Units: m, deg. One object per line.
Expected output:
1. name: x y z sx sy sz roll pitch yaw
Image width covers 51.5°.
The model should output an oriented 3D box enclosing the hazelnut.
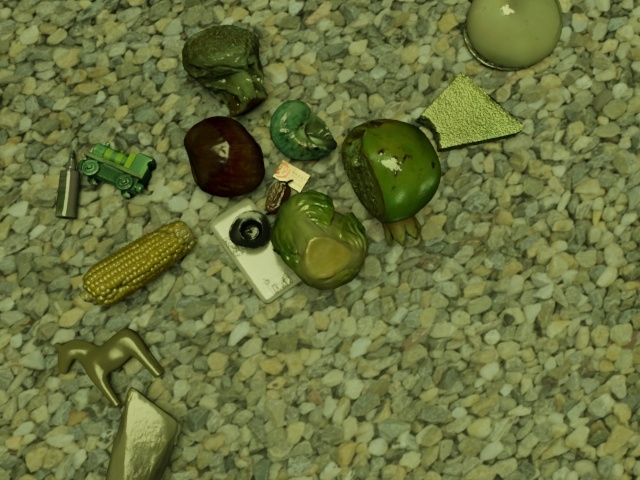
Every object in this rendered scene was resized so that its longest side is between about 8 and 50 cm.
1. hazelnut: -0.254 -0.234 1.818 0.218 0.218 0.233 -18 82 -2

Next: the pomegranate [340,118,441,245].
1. pomegranate: 0.212 -0.166 1.782 0.216 0.310 0.358 -29 117 -10

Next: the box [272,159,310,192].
1. box: -0.083 -0.183 1.902 0.093 0.015 0.058 31 85 4

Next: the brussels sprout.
1. brussels sprout: -0.003 0.001 1.761 0.260 0.294 0.227 31 102 -18

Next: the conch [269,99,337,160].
1. conch: -0.059 -0.310 1.869 0.176 0.122 0.188 -19 84 -23

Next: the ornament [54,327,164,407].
1. ornament: -0.588 0.330 1.812 0.230 0.061 0.244 -38 86 -3

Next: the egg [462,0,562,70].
1. egg: 0.565 -0.632 1.881 0.287 0.174 0.264 -1 86 -3

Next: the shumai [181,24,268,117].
1. shumai: -0.272 -0.481 1.890 0.225 0.221 0.260 -19 45 -13

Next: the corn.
1. corn: -0.502 0.064 1.815 0.347 0.130 0.130 -34 83 -8

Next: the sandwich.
1. sandwich: 0.417 -0.325 1.899 0.245 0.063 0.212 43 88 6

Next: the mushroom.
1. mushroom: -0.482 0.596 1.740 0.154 0.137 0.407 17 86 -26

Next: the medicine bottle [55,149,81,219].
1. medicine bottle: -0.713 -0.161 1.884 0.058 0.057 0.199 4 83 1

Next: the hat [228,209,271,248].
1. hat: -0.194 -0.023 1.823 0.121 0.050 0.121 3 74 -11

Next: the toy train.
1. toy train: -0.579 -0.204 1.882 0.200 0.083 0.132 24 72 4

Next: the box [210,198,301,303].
1. box: -0.178 0.028 1.861 0.142 0.044 0.285 -35 83 -6

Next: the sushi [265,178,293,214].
1. sushi: -0.116 -0.123 1.875 0.052 0.055 0.120 17 90 17
